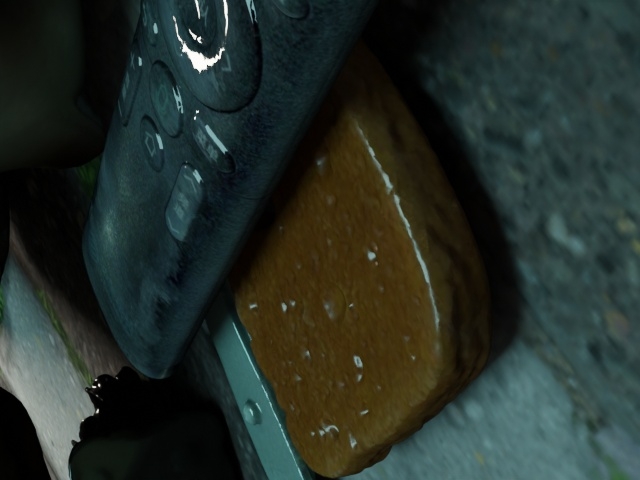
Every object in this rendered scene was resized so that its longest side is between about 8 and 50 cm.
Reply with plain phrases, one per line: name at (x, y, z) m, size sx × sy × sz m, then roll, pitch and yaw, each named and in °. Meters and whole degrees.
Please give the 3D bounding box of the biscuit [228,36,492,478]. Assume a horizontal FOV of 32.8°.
biscuit at (0.000, 0.000, 0.480) m, size 0.186 × 0.036 × 0.192 m, roll 61°, pitch 150°, yaw 17°

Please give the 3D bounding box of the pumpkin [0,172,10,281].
pumpkin at (-0.372, -0.038, 0.805) m, size 0.327 × 0.257 × 0.291 m, roll 76°, pitch -163°, yaw -57°

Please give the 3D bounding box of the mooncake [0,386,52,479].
mooncake at (-0.309, 0.132, 0.665) m, size 0.334 × 0.326 × 0.174 m, roll -35°, pitch 51°, yaw 20°

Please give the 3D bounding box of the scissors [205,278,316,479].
scissors at (-0.016, 0.129, 0.598) m, size 0.192 × 0.029 × 0.447 m, roll -17°, pitch 95°, yaw 60°

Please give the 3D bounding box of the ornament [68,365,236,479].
ornament at (-0.139, 0.212, 0.798) m, size 0.260 × 0.106 × 0.251 m, roll 13°, pitch 113°, yaw 65°

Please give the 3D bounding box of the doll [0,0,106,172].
doll at (-0.260, -0.201, 0.595) m, size 0.226 × 0.215 × 0.370 m, roll -25°, pitch 90°, yaw 60°

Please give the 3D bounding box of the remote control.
remote control at (-0.052, -0.052, 0.462) m, size 0.107 × 0.044 × 0.377 m, roll 60°, pitch 151°, yaw 15°
